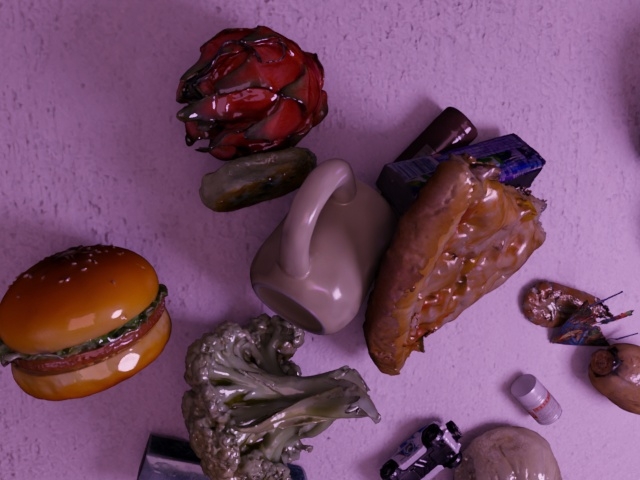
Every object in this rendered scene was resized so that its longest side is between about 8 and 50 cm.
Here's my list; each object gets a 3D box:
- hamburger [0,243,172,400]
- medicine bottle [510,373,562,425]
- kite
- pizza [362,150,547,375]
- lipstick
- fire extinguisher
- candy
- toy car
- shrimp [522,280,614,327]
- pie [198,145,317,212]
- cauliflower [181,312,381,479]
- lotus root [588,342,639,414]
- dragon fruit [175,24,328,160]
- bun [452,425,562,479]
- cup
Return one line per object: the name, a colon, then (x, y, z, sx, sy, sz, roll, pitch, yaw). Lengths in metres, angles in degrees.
hamburger: (-0.340, 0.098, 0.820, 0.246, 0.246, 0.170, -13, 112, -9)
medicine bottle: (0.410, 0.303, 1.102, 0.057, 0.057, 0.089, -43, 105, -1)
kite: (0.507, 0.161, 1.089, 0.160, 0.010, 0.183, -27, 132, 19)
pizza: (0.189, 0.067, 0.910, 0.434, 0.080, 0.392, 14, 119, -51)
lipstick: (-0.163, 0.407, 0.997, 0.289, 0.077, 0.076, 19, 96, -15)
fire extinguisher: (0.165, -0.109, 0.970, 0.231, 0.071, 0.099, -47, 121, 1)
candy: (0.228, -0.102, 0.908, 0.312, 0.088, 0.061, -17, 145, -34)
toy car: (0.188, 0.399, 1.069, 0.170, 0.070, 0.080, -41, 105, 1)
shrimp: (0.466, 0.124, 1.090, 0.183, 0.043, 0.092, 7, 107, -6)
pie: (-0.091, -0.089, 0.862, 0.186, 0.187, 0.041, -19, 80, -7)
cauliflower: (-0.073, 0.243, 0.910, 0.281, 0.260, 0.327, -25, 139, -3)
lotus root: (0.611, 0.269, 1.102, 0.220, 0.125, 0.118, 27, 54, -12)
dragon fruit: (-0.104, -0.202, 0.818, 0.274, 0.192, 0.193, -15, 114, -52)
bun: (0.359, 0.467, 1.083, 0.220, 0.134, 0.221, -3, 104, -14)
cup: (0.016, 0.012, 0.841, 0.173, 0.255, 0.202, 35, 67, -4)
